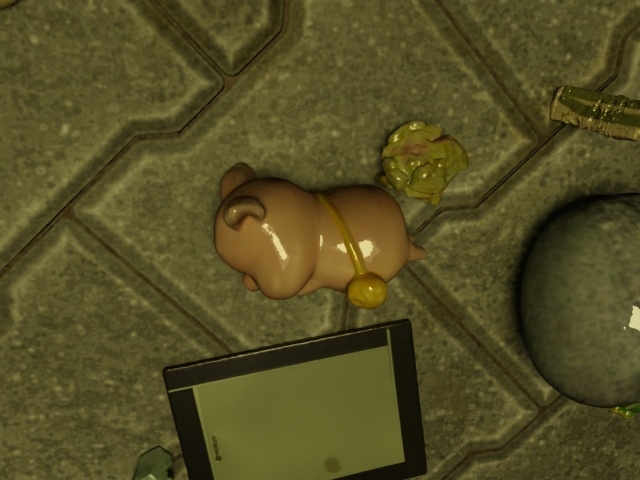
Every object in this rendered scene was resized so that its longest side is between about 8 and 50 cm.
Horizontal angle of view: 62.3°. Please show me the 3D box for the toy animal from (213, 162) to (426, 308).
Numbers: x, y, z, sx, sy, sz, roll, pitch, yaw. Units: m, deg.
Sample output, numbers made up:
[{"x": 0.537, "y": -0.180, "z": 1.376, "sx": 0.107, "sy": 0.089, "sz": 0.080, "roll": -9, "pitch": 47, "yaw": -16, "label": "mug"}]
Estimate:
[{"x": 0.001, "y": 0.000, "z": 0.616, "sx": 0.248, "sy": 0.165, "sz": 0.149, "roll": 10, "pitch": 98, "yaw": -18, "label": "toy animal"}]

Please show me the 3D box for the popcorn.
[{"x": 0.125, "y": -0.095, "z": 0.650, "sx": 0.109, "sy": 0.089, "sz": 0.096, "roll": -25, "pitch": 72, "yaw": -11, "label": "popcorn"}]

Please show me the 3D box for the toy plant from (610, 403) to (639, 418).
[{"x": 0.473, "y": 0.184, "z": 0.773, "sx": 0.093, "sy": 0.093, "sz": 0.162, "roll": 24, "pitch": 99, "yaw": -14, "label": "toy plant"}]

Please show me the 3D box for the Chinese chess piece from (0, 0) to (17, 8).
[{"x": -0.351, "y": -0.298, "z": 0.533, "sx": 0.122, "sy": 0.051, "sz": 0.121, "roll": -2, "pitch": 105, "yaw": -9, "label": "Chinese chess piece"}]

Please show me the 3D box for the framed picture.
[{"x": -0.024, "y": 0.262, "z": 0.753, "sx": 0.348, "sy": 0.016, "sz": 0.264, "roll": -11, "pitch": 106, "yaw": -7, "label": "framed picture"}]

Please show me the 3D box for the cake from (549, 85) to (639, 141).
[{"x": 0.351, "y": -0.153, "z": 0.646, "sx": 0.055, "sy": 0.140, "sz": 0.051, "roll": 3, "pitch": 113, "yaw": -25, "label": "cake"}]

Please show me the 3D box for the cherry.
[{"x": 0.383, "y": 0.084, "z": 0.663, "sx": 0.255, "sy": 0.218, "sz": 0.295, "roll": -18, "pitch": 85, "yaw": 31, "label": "cherry"}]

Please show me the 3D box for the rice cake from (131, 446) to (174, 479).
[{"x": -0.265, "y": 0.447, "z": 0.736, "sx": 0.063, "sy": 0.066, "sz": 0.336, "roll": 17, "pitch": 100, "yaw": -13, "label": "rice cake"}]
